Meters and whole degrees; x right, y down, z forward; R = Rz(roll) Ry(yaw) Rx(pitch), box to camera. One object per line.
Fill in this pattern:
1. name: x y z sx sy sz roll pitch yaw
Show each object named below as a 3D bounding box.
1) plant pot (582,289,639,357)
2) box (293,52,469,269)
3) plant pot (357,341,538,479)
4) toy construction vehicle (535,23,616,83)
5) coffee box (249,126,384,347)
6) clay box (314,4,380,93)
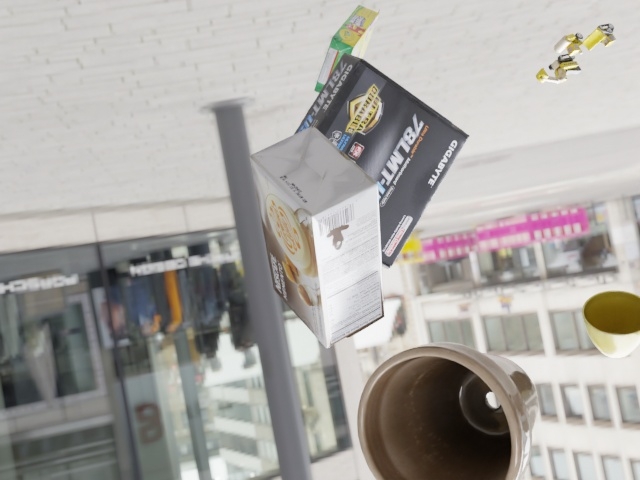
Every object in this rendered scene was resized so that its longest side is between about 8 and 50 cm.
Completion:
1. plant pot: 0.594 0.179 1.857 0.134 0.095 0.134 -6 -144 5
2. box: 0.084 -0.134 1.650 0.293 0.295 0.073 29 -175 -33
3. plant pot: 0.223 0.272 1.418 0.263 0.262 0.229 -12 178 33
4. toy construction vehicle: 0.340 -0.244 1.224 0.098 0.035 0.086 -17 161 -39
5. coffee box: 0.000 0.000 1.179 0.098 0.141 0.246 -28 140 -19
6. clay box: 0.058 -0.391 1.882 0.053 0.127 0.222 24 -144 3
